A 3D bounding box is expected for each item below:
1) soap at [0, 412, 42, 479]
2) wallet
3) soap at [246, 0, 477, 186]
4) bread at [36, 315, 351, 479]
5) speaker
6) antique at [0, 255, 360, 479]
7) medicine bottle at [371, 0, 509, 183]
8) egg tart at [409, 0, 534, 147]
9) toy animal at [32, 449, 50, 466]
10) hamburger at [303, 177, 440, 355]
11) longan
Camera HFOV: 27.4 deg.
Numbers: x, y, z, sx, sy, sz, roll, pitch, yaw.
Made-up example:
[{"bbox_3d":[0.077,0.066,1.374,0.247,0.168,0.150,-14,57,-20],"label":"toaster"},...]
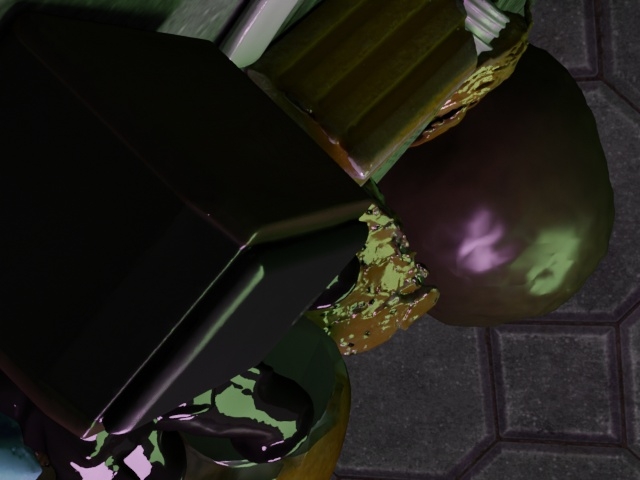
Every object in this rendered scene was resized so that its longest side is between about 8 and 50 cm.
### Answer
[{"bbox_3d":[-0.336,0.226,0.966,0.293,0.077,0.156,-50,152,9],"label":"soap"},{"bbox_3d":[-0.034,-0.179,0.972,0.122,0.025,0.061,-50,177,31],"label":"wallet"},{"bbox_3d":[0.046,-0.158,1.191,0.232,0.140,0.073,-45,178,-33],"label":"soap"},{"bbox_3d":[-0.132,0.212,1.243,0.264,0.239,0.395,-33,-154,43],"label":"bread"},{"bbox_3d":[-0.099,-0.016,0.736,0.153,0.192,0.231,-48,172,15],"label":"speaker"},{"bbox_3d":[-0.115,0.065,1.011,0.322,0.185,0.255,-68,151,-22],"label":"antique"},{"bbox_3d":[0.073,-0.166,1.511,0.324,0.124,0.179,-48,169,16],"label":"medicine bottle"},{"bbox_3d":[0.153,-0.240,1.721,0.297,0.132,0.297,-40,-170,8],"label":"egg tart"},{"bbox_3d":[-0.311,0.181,1.124,0.218,0.103,0.101,-44,157,-22],"label":"toy animal"},{"bbox_3d":[0.000,0.000,1.377,0.192,0.168,0.288,-37,140,0],"label":"hamburger"},{"bbox_3d":[0.236,-0.085,2.004,0.404,0.436,0.404,-13,176,-1],"label":"longan"}]
